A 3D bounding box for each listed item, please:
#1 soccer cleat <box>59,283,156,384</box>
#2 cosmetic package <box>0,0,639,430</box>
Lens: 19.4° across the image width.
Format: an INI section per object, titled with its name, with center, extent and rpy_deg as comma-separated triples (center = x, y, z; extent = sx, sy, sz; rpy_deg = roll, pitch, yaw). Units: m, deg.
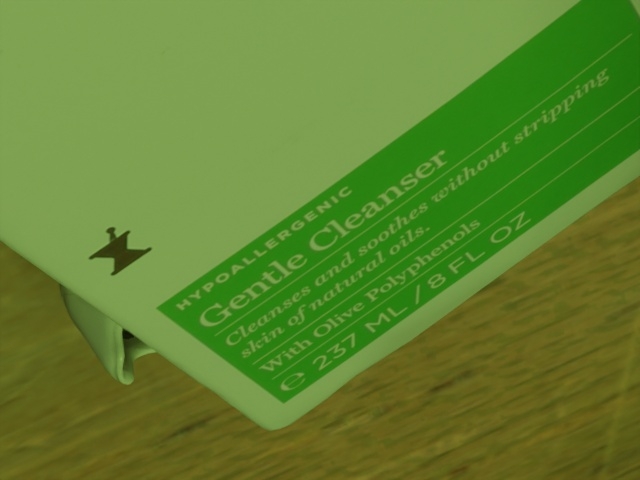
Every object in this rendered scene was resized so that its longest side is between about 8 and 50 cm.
[soccer cleat]
center = 0.000, 0.000, 0.702
extent = 0.196, 0.076, 0.068
rpy_deg = -18, 144, -7
[cosmetic package]
center = -0.049, -0.112, 0.500
extent = 0.197, 0.155, 0.365
rpy_deg = -36, 146, 9
